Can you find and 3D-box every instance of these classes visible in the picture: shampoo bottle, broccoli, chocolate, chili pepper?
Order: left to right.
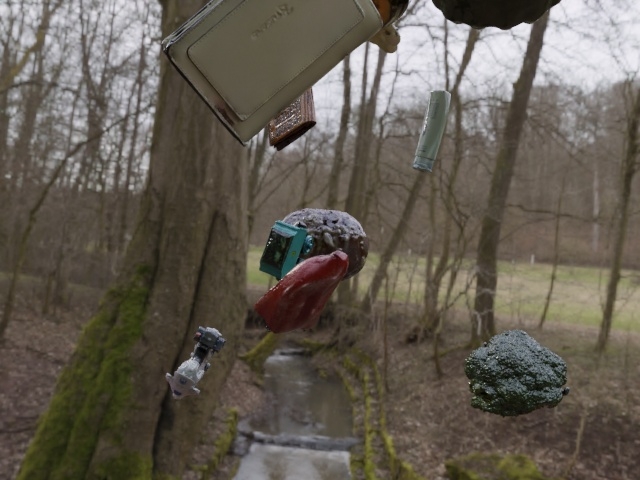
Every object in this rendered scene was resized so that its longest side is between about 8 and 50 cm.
[{"bbox_3d":[-0.035,0.099,1.334,0.144,0.136,0.252,25,-46,-11],"label":"chili pepper"},{"bbox_3d":[0.000,0.000,2.164,0.340,0.225,0.210,2,-36,3],"label":"chocolate"},{"bbox_3d":[0.290,-0.284,1.643,0.049,0.212,0.072,14,1,-38],"label":"shampoo bottle"},{"bbox_3d":[0.605,0.438,1.996,0.322,0.283,0.303,-9,43,-7],"label":"broccoli"}]

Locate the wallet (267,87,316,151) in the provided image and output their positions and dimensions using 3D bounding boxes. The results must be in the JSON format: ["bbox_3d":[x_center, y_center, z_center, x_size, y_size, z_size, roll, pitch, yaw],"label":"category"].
[{"bbox_3d":[-0.093,-0.385,1.933,0.042,0.160,0.196,11,-27,-44],"label":"wallet"}]

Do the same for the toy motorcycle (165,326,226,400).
[{"bbox_3d":[-0.341,0.337,1.716,0.102,0.221,0.150,28,-16,2],"label":"toy motorcycle"}]

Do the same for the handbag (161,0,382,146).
[{"bbox_3d":[-0.087,-0.379,1.177,0.236,0.359,0.160,50,-1,-24],"label":"handbag"}]

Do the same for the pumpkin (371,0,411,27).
[{"bbox_3d":[0.080,-0.652,1.532,0.222,0.139,0.317,6,-31,42],"label":"pumpkin"}]

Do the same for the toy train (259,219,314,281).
[{"bbox_3d":[-0.102,0.031,1.903,0.107,0.197,0.154,20,1,23],"label":"toy train"}]

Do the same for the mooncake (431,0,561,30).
[{"bbox_3d":[0.448,-0.690,1.575,0.357,0.356,0.194,6,-29,12],"label":"mooncake"}]

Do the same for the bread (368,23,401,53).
[{"bbox_3d":[0.135,-0.711,1.947,0.316,0.054,0.316,50,0,0],"label":"bread"}]
